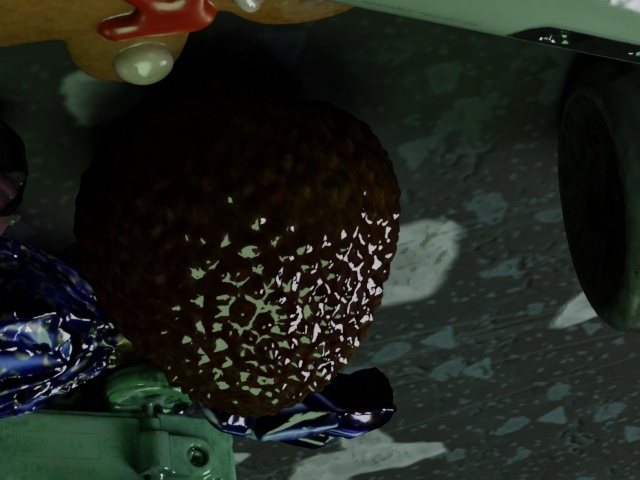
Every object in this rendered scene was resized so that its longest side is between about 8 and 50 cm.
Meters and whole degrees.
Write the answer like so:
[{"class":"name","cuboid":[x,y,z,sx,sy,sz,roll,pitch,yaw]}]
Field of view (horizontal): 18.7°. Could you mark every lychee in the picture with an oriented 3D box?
[{"class":"lychee","cuboid":[-0.047,-0.002,1.093,0.194,0.194,0.194,-9,148,-6]}]

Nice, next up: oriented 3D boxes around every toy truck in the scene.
[{"class":"toy truck","cuboid":[-0.192,0.176,1.338,0.279,0.155,0.156,6,152,-26]}]

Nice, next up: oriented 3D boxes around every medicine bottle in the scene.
[{"class":"medicine bottle","cuboid":[0.290,-0.039,1.152,0.273,0.165,0.165,-6,147,-9]}]

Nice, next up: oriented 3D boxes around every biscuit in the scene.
[{"class":"biscuit","cuboid":[-0.106,-0.146,0.965,0.324,0.049,0.205,-2,146,-19]}]

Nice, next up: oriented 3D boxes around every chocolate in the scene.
[{"class":"chocolate","cuboid":[-0.107,0.064,1.222,0.343,0.148,0.126,6,100,-24]}]

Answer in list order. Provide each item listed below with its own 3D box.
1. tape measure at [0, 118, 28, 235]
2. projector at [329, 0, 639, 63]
[{"class":"tape measure","cuboid":[-0.229,-0.031,1.066,0.118,0.074,0.125,-31,149,34]},{"class":"projector","cuboid":[0.086,-0.153,0.937,0.337,0.108,0.108,7,144,-35]}]
